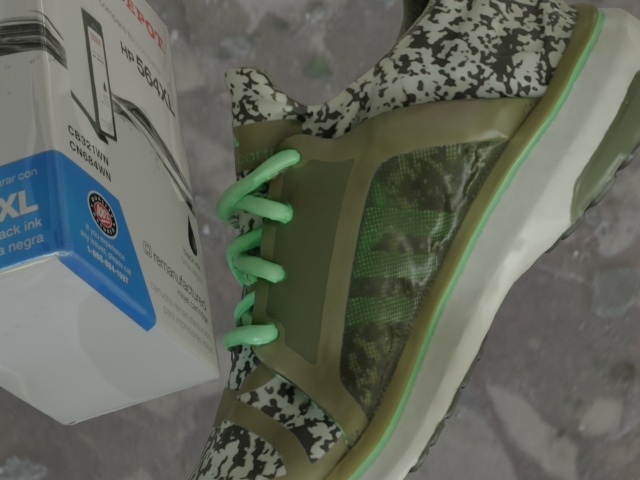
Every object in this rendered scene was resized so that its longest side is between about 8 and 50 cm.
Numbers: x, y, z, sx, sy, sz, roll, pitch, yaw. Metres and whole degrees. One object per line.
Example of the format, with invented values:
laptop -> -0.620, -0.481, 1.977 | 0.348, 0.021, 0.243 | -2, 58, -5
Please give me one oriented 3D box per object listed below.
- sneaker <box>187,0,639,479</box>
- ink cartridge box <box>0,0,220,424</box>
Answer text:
sneaker -> 0.000, 0.000, 0.695 | 0.182, 0.158, 0.410 | 40, 71, -8
ink cartridge box -> -0.122, -0.041, 0.609 | 0.086, 0.148, 0.203 | -18, 61, 13
